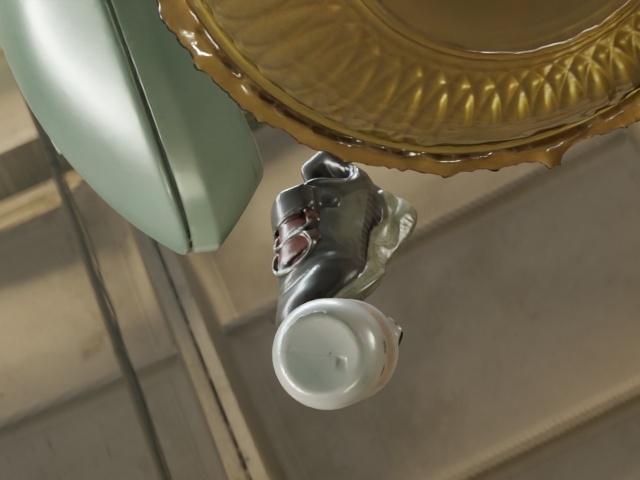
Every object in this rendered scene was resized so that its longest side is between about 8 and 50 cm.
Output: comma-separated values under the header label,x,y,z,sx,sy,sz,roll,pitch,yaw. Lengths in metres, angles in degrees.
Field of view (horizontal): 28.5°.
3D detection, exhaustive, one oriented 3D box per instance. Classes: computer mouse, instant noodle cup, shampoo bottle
label,x,y,z,sx,sy,sz,roll,pitch,yaw
computer mouse,-0.127,-0.119,0.674,0.097,0.288,0.159,-30,-159,-7
instant noodle cup,0.056,-0.135,0.441,0.274,0.273,0.090,-9,-156,0
shampoo bottle,0.020,0.078,0.896,0.074,0.192,0.074,-1,-93,11

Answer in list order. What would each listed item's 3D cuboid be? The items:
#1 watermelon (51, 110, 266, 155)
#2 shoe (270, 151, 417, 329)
label,x,y,z,sx,sy,sz,roll,pitch,yaw
watermelon,-0.209,-0.178,1.489,0.264,0.151,0.302,-6,-143,-46
shoe,0.000,0.000,1.044,0.112,0.099,0.227,50,-149,-5
